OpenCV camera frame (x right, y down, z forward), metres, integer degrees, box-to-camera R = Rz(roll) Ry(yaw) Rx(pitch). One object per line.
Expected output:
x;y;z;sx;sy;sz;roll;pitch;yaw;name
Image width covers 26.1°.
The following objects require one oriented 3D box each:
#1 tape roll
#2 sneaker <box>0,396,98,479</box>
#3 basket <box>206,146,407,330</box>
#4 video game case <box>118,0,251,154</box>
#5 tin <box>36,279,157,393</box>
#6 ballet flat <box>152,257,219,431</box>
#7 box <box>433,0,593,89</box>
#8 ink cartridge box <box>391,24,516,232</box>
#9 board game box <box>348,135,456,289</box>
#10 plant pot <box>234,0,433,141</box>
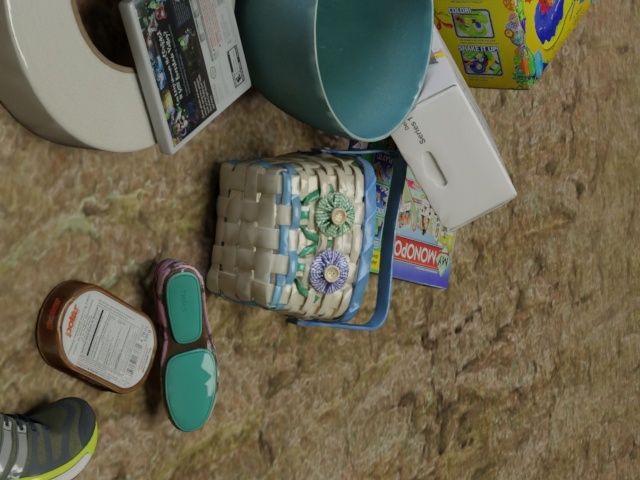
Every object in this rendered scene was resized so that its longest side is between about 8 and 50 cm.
-0.233;-0.293;1.535;0.392;0.072;0.392;-20;114;-54;tape roll
-0.345;0.212;1.442;0.300;0.111;0.121;-23;112;-56;sneaker
0.000;0.000;1.842;0.289;0.201;0.255;-2;98;-48;basket
-0.152;-0.223;1.592;0.173;0.022;0.190;-48;136;-43;video game case
-0.258;0.114;1.621;0.189;0.040;0.106;38;61;-54;tin
-0.172;0.126;1.721;0.077;0.079;0.222;-10;107;-17;ballet flat
0.291;-0.438;2.226;0.290;0.177;0.279;-52;136;-38;box
0.170;-0.172;1.986;0.201;0.117;0.278;58;12;-26;ink cartridge box
0.128;-0.045;2.179;0.317;0.046;0.214;14;84;-58;board game box
-0.009;-0.279;1.771;0.290;0.195;0.290;-19;113;-55;plant pot
